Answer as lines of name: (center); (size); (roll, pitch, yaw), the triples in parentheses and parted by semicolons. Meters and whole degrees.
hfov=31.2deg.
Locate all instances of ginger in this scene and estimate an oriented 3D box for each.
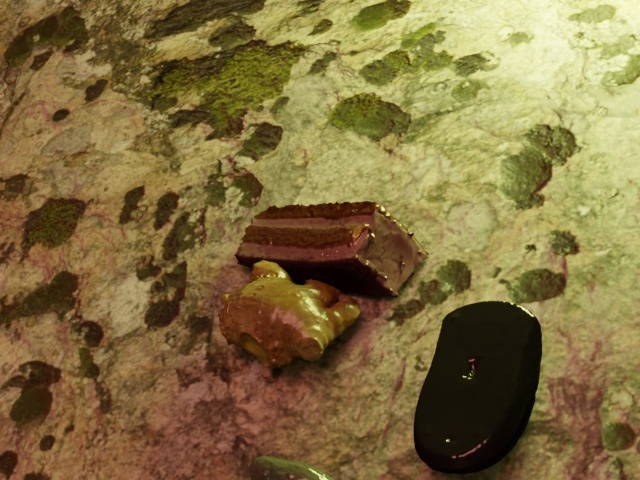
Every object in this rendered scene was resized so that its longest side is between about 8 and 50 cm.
ginger: (-0.061, 0.104, 1.617); (0.216, 0.102, 0.157); (15, 55, 32)

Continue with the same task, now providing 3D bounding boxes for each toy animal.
toy animal: (0.016, 0.343, 1.429); (0.253, 0.070, 0.079); (30, 104, 25)

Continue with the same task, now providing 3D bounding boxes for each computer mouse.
computer mouse: (0.200, 0.195, 1.445); (0.138, 0.086, 0.269); (-3, 43, 28)

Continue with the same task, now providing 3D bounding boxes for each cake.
cake: (0.000, 0.000, 1.680); (0.295, 0.112, 0.116); (7, 55, 34)

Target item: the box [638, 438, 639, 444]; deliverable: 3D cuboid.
box: (0.489, 0.211, 1.265); (0.243, 0.155, 0.067); (30, 25, 36)
